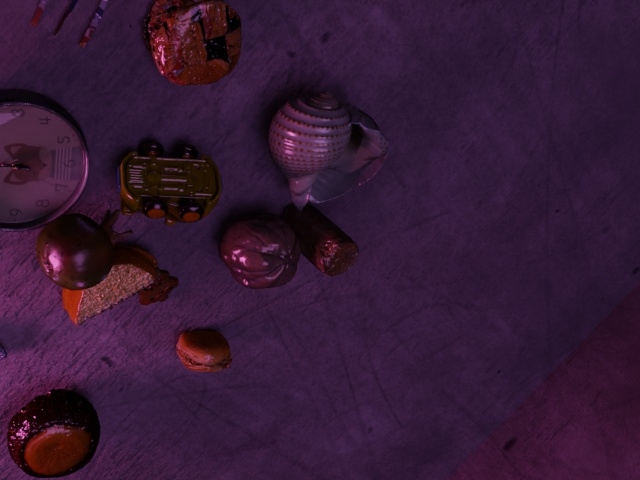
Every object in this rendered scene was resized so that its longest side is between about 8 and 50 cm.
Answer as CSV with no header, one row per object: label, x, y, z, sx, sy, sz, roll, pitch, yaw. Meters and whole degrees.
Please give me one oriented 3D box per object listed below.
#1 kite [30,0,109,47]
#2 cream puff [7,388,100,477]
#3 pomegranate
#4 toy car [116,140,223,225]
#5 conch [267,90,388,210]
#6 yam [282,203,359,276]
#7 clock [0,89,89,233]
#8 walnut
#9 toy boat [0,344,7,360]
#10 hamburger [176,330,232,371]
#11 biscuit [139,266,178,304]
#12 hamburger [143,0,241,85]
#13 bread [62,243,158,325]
kite,-0.469,-0.583,1.670,0.204,0.022,0.361,17,108,-36
cream puff,-0.701,0.502,2.113,0.239,0.165,0.239,-14,125,-22
pomegranate,-0.540,0.010,1.852,0.224,0.181,0.182,-42,137,-39
toy car,-0.365,-0.119,1.924,0.247,0.201,0.142,5,147,-19
conch,0.004,-0.245,2.038,0.302,0.215,0.319,-2,151,-23
yam,0.000,-0.002,2.160,0.129,0.238,0.128,-24,130,-24
clock,-0.672,-0.169,1.778,0.325,0.067,0.325,-15,126,-22
walnut,-0.159,0.026,2.109,0.224,0.224,0.224,-15,125,-22
toy boat,-0.826,0.260,1.955,0.059,0.066,0.140,-39,129,1
hamburger,-0.323,0.308,2.232,0.147,0.138,0.083,5,117,-25
biscuit,-0.442,0.115,2.120,0.119,0.019,0.130,-35,130,-7
hamburger,-0.284,-0.454,1.807,0.230,0.107,0.231,-21,133,-23
bread,-0.534,0.088,1.979,0.260,0.129,0.134,-32,125,-10
